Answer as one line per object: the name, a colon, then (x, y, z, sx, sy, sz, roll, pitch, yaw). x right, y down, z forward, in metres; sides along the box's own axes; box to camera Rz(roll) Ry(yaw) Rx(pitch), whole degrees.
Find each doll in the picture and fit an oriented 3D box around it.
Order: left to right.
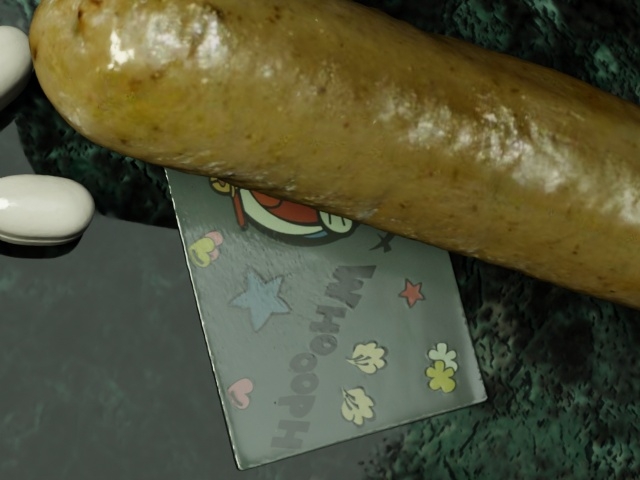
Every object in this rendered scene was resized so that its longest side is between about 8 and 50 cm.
doll: (-0.221, -0.049, 0.671, 0.160, 0.059, 0.161, -22, 88, -20)

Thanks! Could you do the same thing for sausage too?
sausage: (0.081, -0.054, 0.716, 0.501, 0.136, 0.123, 17, 99, -15)

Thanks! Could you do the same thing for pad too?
pad: (0.000, 0.000, 0.756, 0.170, 0.006, 0.245, -12, 84, -18)
